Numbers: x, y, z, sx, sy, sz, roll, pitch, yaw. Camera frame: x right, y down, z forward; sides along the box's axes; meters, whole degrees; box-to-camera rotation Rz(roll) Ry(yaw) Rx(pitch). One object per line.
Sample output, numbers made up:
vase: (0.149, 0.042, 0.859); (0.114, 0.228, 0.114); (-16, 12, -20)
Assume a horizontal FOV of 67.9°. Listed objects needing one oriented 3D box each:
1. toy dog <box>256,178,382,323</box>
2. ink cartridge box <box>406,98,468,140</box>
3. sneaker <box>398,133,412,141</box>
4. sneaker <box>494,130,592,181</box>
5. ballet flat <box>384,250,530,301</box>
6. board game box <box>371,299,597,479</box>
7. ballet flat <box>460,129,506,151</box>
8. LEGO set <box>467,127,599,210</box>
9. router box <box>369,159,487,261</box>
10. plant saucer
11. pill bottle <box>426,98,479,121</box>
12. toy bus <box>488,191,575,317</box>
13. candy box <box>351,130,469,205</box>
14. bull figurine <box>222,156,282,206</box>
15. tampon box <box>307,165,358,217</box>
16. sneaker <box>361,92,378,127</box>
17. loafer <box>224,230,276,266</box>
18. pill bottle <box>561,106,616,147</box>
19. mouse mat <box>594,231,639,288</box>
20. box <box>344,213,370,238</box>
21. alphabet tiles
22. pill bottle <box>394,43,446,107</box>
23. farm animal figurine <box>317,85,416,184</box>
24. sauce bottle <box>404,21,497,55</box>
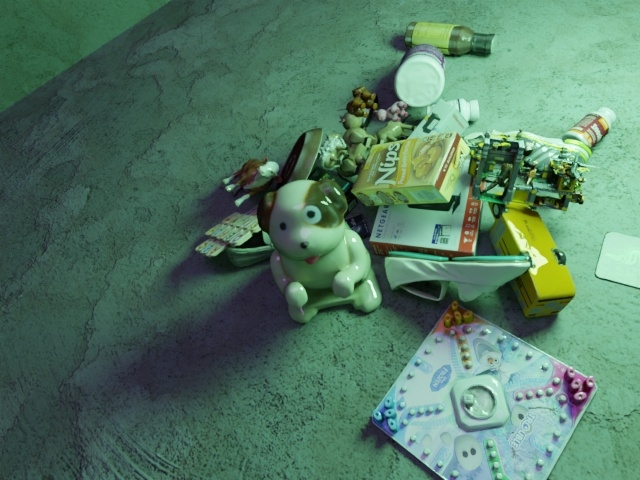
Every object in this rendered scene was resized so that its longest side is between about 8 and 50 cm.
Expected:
toy dog: (0.000, 0.000, 1.281); (0.284, 0.408, 0.396); (-3, 63, 14)
ink cartridge box: (0.378, -0.346, 1.537); (0.175, 0.127, 0.072); (-51, 52, 13)
sneaker: (0.304, -0.330, 1.591); (0.170, 0.089, 0.051); (-54, 51, 11)
sneaker: (0.645, -0.247, 1.436); (0.299, 0.111, 0.121); (13, 67, 28)
ballet flat: (0.349, 0.098, 1.260); (0.400, 0.139, 0.139); (1, 56, 41)
board game box: (0.381, 0.384, 1.139); (0.390, 0.050, 0.390); (30, 71, 32)
ballet flat: (0.540, -0.326, 1.546); (0.188, 0.070, 0.070); (-7, 56, 14)
LEGO set: (0.548, -0.220, 1.266); (0.331, 0.192, 0.255); (15, 36, 20)
router box: (0.337, -0.098, 1.451); (0.301, 0.082, 0.336); (6, 60, 22)
plant saucer: (-0.083, -0.237, 1.570); (0.050, 0.310, 0.311); (22, 59, -16)
pill bottle: (0.451, -0.432, 1.628); (0.169, 0.094, 0.094); (-5, 56, 15)
toy bus: (0.544, 0.025, 1.263); (0.108, 0.130, 0.333); (-6, 54, -6)
candy box: (0.253, -0.202, 1.387); (0.316, 0.087, 0.183); (3, 61, 50)
bull figurine: (-0.237, -0.214, 1.648); (0.188, 0.101, 0.310); (-33, 18, -3)
tampon box: (0.020, -0.146, 1.577); (0.161, 0.101, 0.120); (34, 73, 33)
sneaker: (0.163, -0.497, 1.788); (0.075, 0.057, 0.161); (15, 66, 20)
loafer: (-0.158, -0.008, 1.539); (0.319, 0.111, 0.112); (-23, 54, 3)
pill bottle: (0.819, -0.335, 1.445); (0.152, 0.086, 0.086); (-40, 55, -9)
mouse mat: (0.830, 0.057, 1.232); (0.189, 0.007, 0.153); (17, 64, 26)
box: (0.117, -0.039, 1.525); (0.067, 0.018, 0.083); (-20, 54, 5)
alphabet tiles: (-0.280, -0.040, 1.564); (0.278, 0.021, 0.284); (-38, 25, -21)
pill bottle: (0.357, -0.594, 1.678); (0.169, 0.169, 0.302); (-2, 33, 18)
farm animal figurine: (0.140, -0.349, 1.593); (0.172, 0.330, 0.327); (29, 94, 41)
sauce bottle: (0.499, -0.771, 1.829); (0.344, 0.111, 0.111); (21, 66, 27)
